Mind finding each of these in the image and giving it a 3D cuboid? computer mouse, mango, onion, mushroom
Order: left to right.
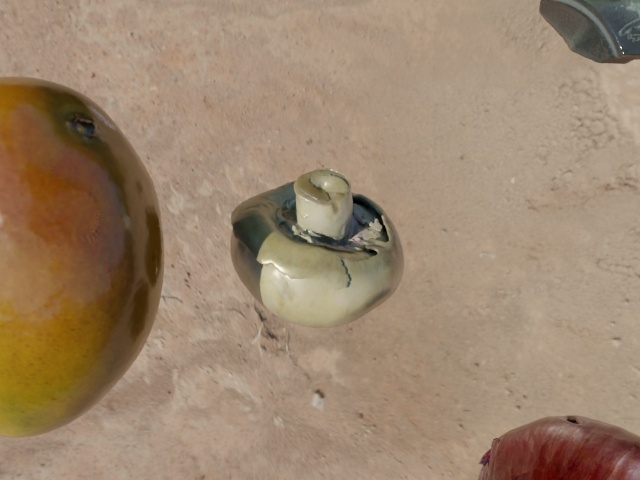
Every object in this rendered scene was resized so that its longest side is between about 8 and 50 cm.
[{"bbox_3d":[-0.192,0.019,0.423,0.176,0.139,0.254,9,108,23],"label":"mango"},{"bbox_3d":[0.000,0.000,0.529,0.154,0.122,0.154,8,35,-6],"label":"mushroom"},{"bbox_3d":[0.302,0.391,0.720,0.286,0.347,0.347,-12,74,-33],"label":"onion"},{"bbox_3d":[0.404,-0.329,0.877,0.126,0.071,0.231,-8,47,-6],"label":"computer mouse"}]
